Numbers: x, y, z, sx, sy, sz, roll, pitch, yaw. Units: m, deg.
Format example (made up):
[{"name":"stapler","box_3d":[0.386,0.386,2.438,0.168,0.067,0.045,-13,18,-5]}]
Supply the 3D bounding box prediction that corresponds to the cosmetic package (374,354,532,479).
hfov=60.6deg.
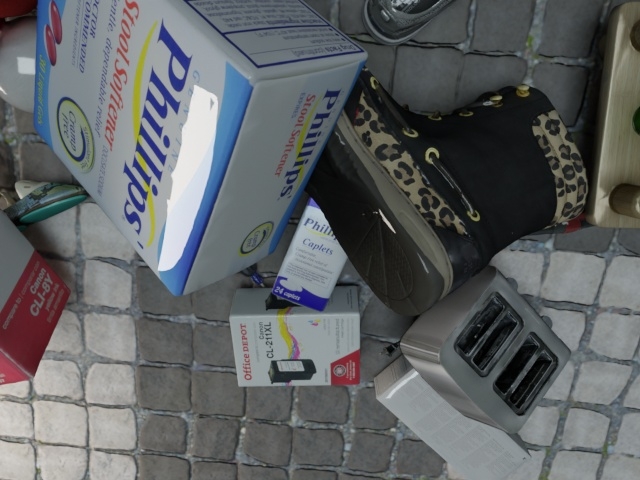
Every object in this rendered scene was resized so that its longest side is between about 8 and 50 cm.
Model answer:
[{"name":"cosmetic package","box_3d":[0.198,0.266,0.825,0.099,0.060,0.239,-42,102,15]}]

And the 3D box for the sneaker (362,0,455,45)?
[{"name":"sneaker","box_3d":[0.165,-0.329,0.601,0.105,0.115,0.281,39,105,-11]}]

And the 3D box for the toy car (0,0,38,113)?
[{"name":"toy car","box_3d":[-0.337,-0.237,0.630,0.210,0.219,0.238,-40,132,12]}]

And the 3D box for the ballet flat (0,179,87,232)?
[{"name":"ballet flat","box_3d":[-0.406,-0.045,0.738,0.188,0.070,0.070,-27,106,6]}]

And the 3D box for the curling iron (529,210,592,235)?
[{"name":"curling iron","box_3d":[0.323,-0.038,0.736,0.274,0.035,0.068,-12,103,5]}]

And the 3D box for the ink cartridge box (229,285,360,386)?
[{"name":"ink cartridge box","box_3d":[-0.033,0.136,0.773,0.175,0.072,0.127,-2,118,1]}]

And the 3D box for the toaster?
[{"name":"toaster","box_3d":[0.211,0.143,0.726,0.168,0.110,0.185,46,75,-11]}]

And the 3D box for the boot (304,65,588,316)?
[{"name":"boot","box_3d":[0.115,-0.127,0.631,0.284,0.138,0.377,-20,68,-27]}]

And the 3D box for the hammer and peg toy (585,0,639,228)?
[{"name":"hammer and peg toy","box_3d":[0.454,-0.189,0.617,0.266,0.127,0.361,2,102,-1]}]

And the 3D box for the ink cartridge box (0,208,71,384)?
[{"name":"ink cartridge box","box_3d":[-0.530,0.011,0.624,0.279,0.160,0.384,-10,132,11]}]

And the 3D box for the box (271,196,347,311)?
[{"name":"box","box_3d":[0.000,0.000,0.708,0.072,0.126,0.137,22,108,-4]}]

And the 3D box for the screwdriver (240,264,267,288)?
[{"name":"screwdriver","box_3d":[-0.075,0.070,0.789,0.025,0.024,0.170,-30,109,40]}]

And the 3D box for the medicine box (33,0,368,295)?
[{"name":"medicine box","box_3d":[-0.142,-0.144,0.548,0.289,0.149,0.263,45,133,18]}]
